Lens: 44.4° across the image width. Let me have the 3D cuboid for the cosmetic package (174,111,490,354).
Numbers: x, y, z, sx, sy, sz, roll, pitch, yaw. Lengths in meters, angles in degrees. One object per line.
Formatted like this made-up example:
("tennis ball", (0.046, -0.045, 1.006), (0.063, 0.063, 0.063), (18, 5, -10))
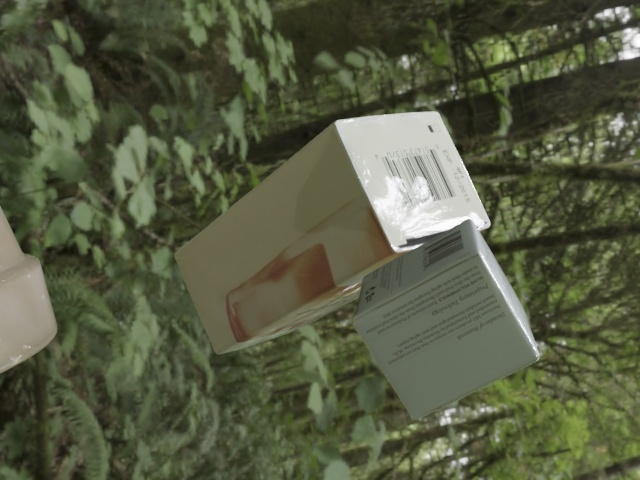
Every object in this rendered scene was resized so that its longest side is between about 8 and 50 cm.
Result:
("cosmetic package", (0.000, 0.000, 0.792), (0.296, 0.153, 0.129), (-33, -103, 47))

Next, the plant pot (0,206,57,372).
("plant pot", (-0.376, -0.032, 0.553), (0.323, 0.323, 0.280), (-143, -135, -78))

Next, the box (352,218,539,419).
("box", (0.089, 0.053, 0.565), (0.087, 0.102, 0.101), (57, 14, -9))
